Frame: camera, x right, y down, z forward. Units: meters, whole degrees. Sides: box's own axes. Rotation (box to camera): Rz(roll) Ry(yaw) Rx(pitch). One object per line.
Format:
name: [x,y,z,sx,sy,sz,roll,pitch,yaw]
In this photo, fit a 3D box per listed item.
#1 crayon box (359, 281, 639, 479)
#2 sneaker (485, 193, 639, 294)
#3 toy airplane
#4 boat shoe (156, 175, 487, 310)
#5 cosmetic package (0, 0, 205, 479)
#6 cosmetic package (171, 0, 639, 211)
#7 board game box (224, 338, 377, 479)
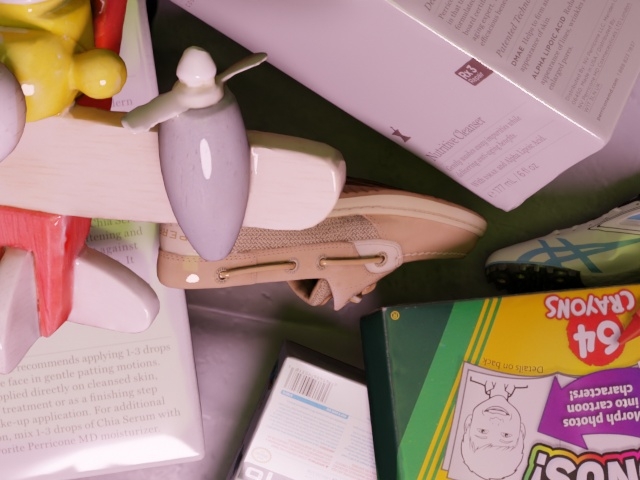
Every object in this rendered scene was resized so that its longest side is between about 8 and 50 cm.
crayon box: [0.234,0.200,1.602,0.363,0.106,0.313,-5,83,-12]
sneaker: [0.267,0.004,1.691,0.237,0.085,0.086,-9,65,2]
toy airplane: [-0.230,-0.081,1.359,0.386,0.272,0.384,-37,89,18]
boat shoe: [0.000,0.000,1.585,0.341,0.122,0.110,5,97,-38]
cosmetic package: [-0.241,-0.029,1.586,0.230,0.161,0.453,-7,99,-5]
cosmetic package: [0.069,-0.207,1.548,0.385,0.217,0.156,29,67,-8]
board game box: [0.010,0.274,1.688,0.224,0.097,0.303,23,94,-7]
